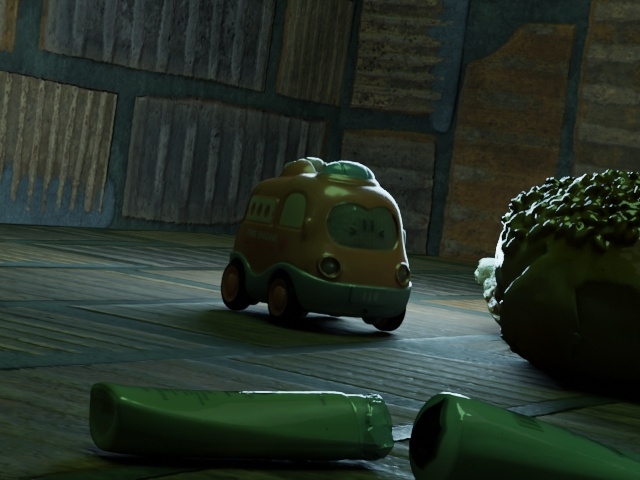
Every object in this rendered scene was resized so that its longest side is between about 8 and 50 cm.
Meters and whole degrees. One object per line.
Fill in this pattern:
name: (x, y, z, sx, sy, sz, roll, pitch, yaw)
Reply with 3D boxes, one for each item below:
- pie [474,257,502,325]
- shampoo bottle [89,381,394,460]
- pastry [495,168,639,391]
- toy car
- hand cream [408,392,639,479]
pie: (0.346, 0.100, 2.244, 0.257, 0.105, 0.274, 22, 4, -7)
shampoo bottle: (-0.052, 0.125, 1.077, 0.212, 0.049, 0.072, 6, -1, -29)
pastry: (0.381, 0.044, 1.803, 0.410, 0.245, 0.409, 5, 4, 0)
toy car: (0.000, 0.000, 2.031, 0.181, 0.212, 0.270, 6, 3, -31)
hand cream: (0.210, 0.159, 1.089, 0.321, 0.067, 0.109, 11, 0, -22)
